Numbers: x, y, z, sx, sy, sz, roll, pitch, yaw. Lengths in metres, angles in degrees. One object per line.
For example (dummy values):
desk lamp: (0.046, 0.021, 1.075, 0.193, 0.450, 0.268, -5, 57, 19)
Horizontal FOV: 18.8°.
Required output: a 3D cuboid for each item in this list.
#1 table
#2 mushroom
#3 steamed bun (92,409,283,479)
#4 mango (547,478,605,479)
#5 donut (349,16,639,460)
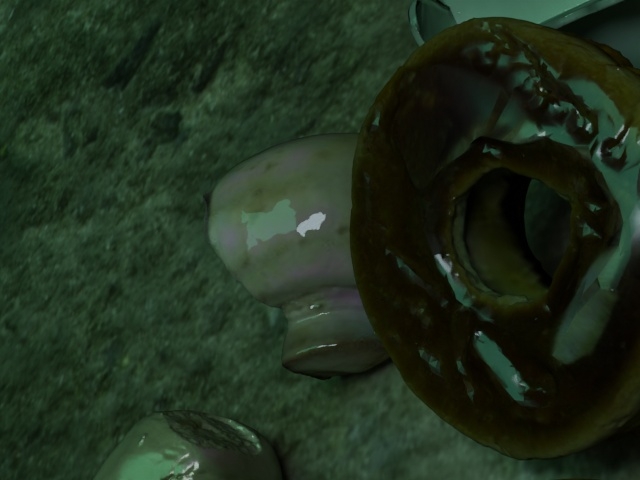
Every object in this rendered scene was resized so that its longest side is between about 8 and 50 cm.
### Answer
table: (0.200, -0.182, 1.566, 0.198, 0.166, 0.166, -23, 53, 34)
mushroom: (0.010, -0.017, 1.694, 0.173, 0.162, 0.236, -34, 48, 38)
steamed bun: (-0.128, 0.274, 1.709, 0.153, 0.170, 0.238, 32, 97, 34)
mango: (0.199, 0.255, 1.314, 0.359, 0.144, 0.187, -6, 68, 47)
donut: (0.175, -0.007, 1.441, 0.330, 0.160, 0.330, 7, 100, 45)
